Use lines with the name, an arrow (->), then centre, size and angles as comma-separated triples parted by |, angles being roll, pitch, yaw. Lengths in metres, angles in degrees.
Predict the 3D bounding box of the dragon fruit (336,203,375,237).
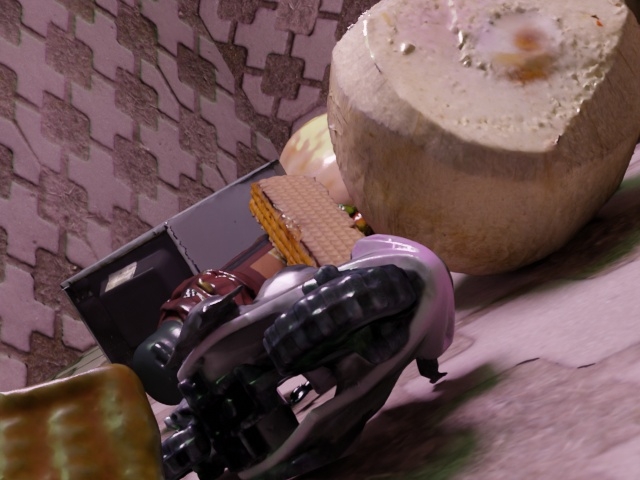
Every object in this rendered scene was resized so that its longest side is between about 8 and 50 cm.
dragon fruit -> 0.068, 0.008, 1.232 | 0.142, 0.175, 0.138 | 15, 47, 38

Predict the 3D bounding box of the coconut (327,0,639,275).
coconut -> 0.152, -0.111, 0.887 | 0.297, 0.297, 0.254 | -32, -23, -16

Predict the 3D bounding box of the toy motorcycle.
toy motorcycle -> -0.014, 0.096, 0.685 | 0.188, 0.143, 0.327 | -23, -16, -43

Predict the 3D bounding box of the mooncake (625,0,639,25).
mooncake -> 0.328, -0.250, 1.348 | 0.467, 0.262, 0.467 | -32, 4, 3

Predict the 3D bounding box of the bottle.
bottle -> -0.117, 0.099, 1.129 | 0.271, 0.143, 0.156 | -36, -18, -42

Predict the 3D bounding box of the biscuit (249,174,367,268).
biscuit -> 0.000, 0.000, 1.076 | 0.094, 0.054, 0.379 | -3, 22, -18

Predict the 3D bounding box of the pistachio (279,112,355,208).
pistachio -> 0.079, -0.124, 1.655 | 0.321, 0.238, 0.229 | -10, 12, 2

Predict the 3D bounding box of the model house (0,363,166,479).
model house -> -0.167, 0.191, 0.447 | 0.239, 0.268, 0.173 | -25, -37, 7

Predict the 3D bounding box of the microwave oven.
microwave oven -> -0.197, 0.063, 1.481 | 0.355, 0.218, 0.286 | -24, 9, 45

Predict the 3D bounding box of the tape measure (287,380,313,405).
tape measure -> -0.020, 0.130, 0.888 | 0.179, 0.104, 0.107 | 2, -32, -19
